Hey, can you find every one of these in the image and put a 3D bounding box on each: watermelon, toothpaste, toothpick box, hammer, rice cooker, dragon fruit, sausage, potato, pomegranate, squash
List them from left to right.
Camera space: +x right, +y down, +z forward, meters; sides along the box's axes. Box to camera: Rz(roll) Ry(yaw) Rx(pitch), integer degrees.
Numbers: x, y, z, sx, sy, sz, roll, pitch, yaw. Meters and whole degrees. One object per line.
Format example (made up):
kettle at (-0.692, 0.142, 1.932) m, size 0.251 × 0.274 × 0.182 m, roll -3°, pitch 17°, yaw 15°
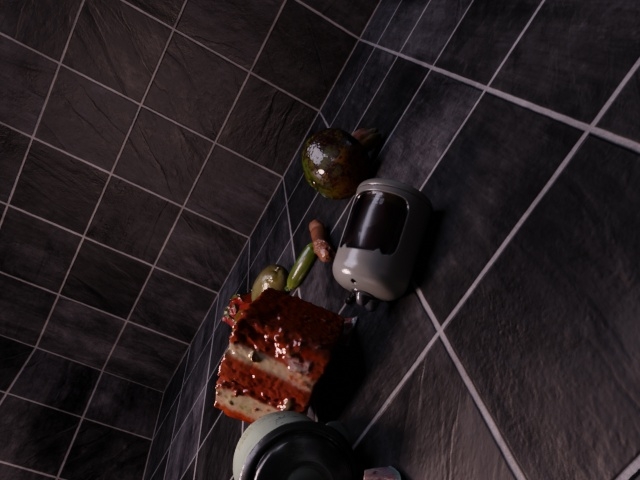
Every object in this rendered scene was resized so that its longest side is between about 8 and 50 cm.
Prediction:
dragon fruit at (-0.343, 0.307, 2.452) m, size 0.198 × 0.200 × 0.269 m, roll -36°, pitch 30°, yaw 37°
potato at (-0.213, 0.203, 2.303) m, size 0.174 × 0.159 × 0.252 m, roll 58°, pitch 138°, yaw 40°
rice cooker at (-0.061, 0.527, 1.201) m, size 0.316 × 0.264 × 0.316 m, roll -31°, pitch 3°, yaw 2°
squash at (-0.079, 0.116, 2.169) m, size 0.252 × 0.066 × 0.066 m, roll -60°, pitch 17°, yaw 18°
sausage at (0.001, 0.000, 2.074) m, size 0.078 × 0.078 × 0.304 m, roll -59°, pitch 18°, yaw 16°
toothpaste at (0.036, 0.279, 1.628) m, size 0.234 × 0.057 × 0.090 m, roll -13°, pitch 55°, yaw 56°
pomegranate at (0.098, -0.317, 1.998) m, size 0.340 × 0.285 × 0.285 m, roll -41°, pitch 12°, yaw -14°
hammer at (0.101, 0.127, 1.690) m, size 0.065 × 0.021 × 0.178 m, roll -54°, pitch 19°, yaw 34°
toothpick box at (0.157, 0.024, 1.383) m, size 0.229 × 0.228 × 0.317 m, roll -19°, pitch 50°, yaw 67°
watermelon at (0.121, 0.487, 1.037) m, size 0.092 × 0.072 × 0.085 m, roll -46°, pitch 41°, yaw 35°

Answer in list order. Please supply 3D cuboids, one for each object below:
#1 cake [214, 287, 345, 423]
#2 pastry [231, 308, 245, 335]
cake at (-0.112, 0.342, 1.474) m, size 0.270 × 0.269 × 0.320 m, roll -41°, pitch -29°, yaw -73°
pastry at (-0.290, 0.415, 2.196) m, size 0.311 × 0.161 × 0.255 m, roll -132°, pitch 45°, yaw -79°
